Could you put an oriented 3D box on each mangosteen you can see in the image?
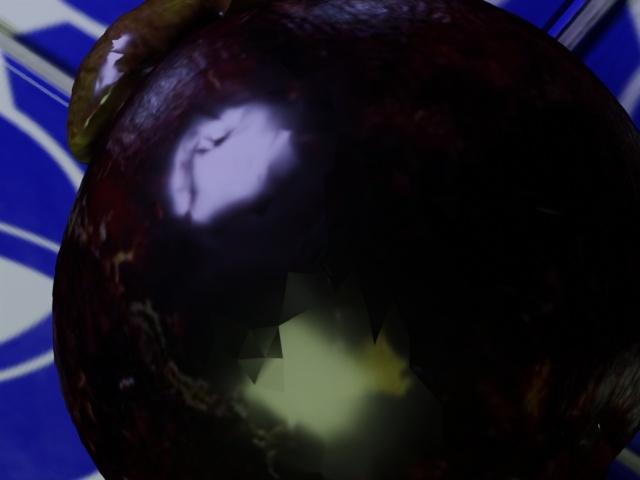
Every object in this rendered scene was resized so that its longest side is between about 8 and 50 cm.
[{"bbox_3d":[0.000,0.000,0.640,0.265,0.228,0.228,49,136,30],"label":"mangosteen"}]
